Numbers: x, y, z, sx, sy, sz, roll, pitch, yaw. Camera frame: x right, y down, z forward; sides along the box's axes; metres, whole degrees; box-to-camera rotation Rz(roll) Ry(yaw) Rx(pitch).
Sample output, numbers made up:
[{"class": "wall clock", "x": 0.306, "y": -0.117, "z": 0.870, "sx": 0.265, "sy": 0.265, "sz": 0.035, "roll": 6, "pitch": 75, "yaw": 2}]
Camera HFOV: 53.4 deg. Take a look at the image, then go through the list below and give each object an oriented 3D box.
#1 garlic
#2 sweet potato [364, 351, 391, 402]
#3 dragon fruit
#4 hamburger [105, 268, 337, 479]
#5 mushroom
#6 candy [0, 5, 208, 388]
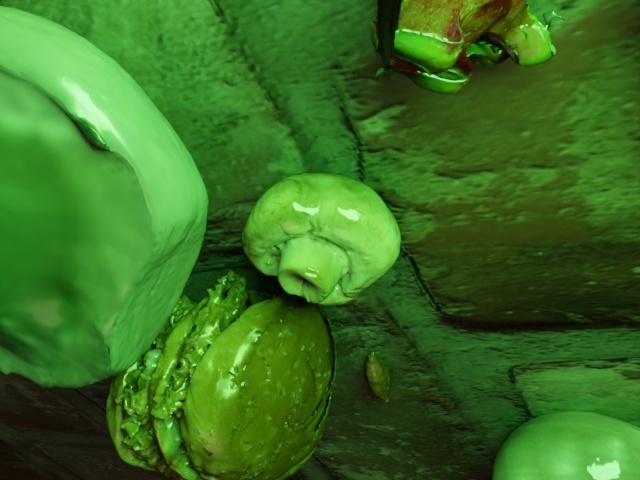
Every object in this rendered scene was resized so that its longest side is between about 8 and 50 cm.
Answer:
[{"class": "garlic", "x": 0.332, "y": 0.345, "z": 0.848, "sx": 0.246, "sy": 0.231, "sz": 0.340, "roll": -24, "pitch": 162, "yaw": -14}, {"class": "sweet potato", "x": 0.074, "y": 0.174, "z": 0.823, "sx": 0.034, "sy": 0.034, "sz": 0.095, "roll": 0, "pitch": 127, "yaw": 21}, {"class": "dragon fruit", "x": 0.076, "y": -0.159, "z": 0.376, "sx": 0.175, "sy": 0.138, "sz": 0.142, "roll": 5, "pitch": -169, "yaw": -30}, {"class": "hamburger", "x": -0.113, "y": 0.160, "z": 0.733, "sx": 0.211, "sy": 0.245, "sz": 0.260, "roll": 3, "pitch": 104, "yaw": 29}, {"class": "mushroom", "x": 0.000, "y": 0.000, "z": 0.583, "sx": 0.148, "sy": 0.112, "sz": 0.148, "roll": 18, "pitch": 144, "yaw": 14}, {"class": "candy", "x": -0.307, "y": -0.047, "z": 0.586, "sx": 0.427, "sy": 0.186, "sz": 0.386, "roll": 16, "pitch": 133, "yaw": 6}]
